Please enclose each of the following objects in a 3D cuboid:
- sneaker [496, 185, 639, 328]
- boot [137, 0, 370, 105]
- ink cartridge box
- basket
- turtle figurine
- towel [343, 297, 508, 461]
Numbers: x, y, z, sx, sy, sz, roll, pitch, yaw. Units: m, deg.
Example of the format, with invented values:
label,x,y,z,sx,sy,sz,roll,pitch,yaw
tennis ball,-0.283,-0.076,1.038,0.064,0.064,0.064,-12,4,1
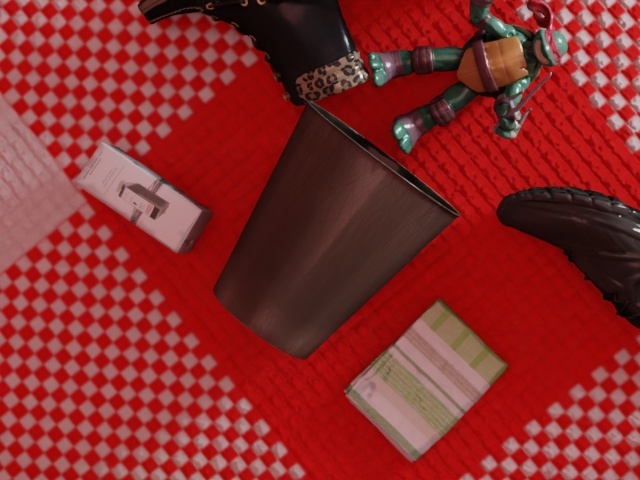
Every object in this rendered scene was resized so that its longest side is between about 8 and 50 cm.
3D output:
label,x,y,z,sx,sy,sz,roll,pitch,yaw
sneaker,0.322,0.021,1.892,0.286,0.109,0.130,17,98,8
boot,-0.072,-0.224,1.936,0.236,0.085,0.178,-15,107,26
ink cartridge box,-0.190,-0.046,1.943,0.135,0.099,0.056,34,92,4
basket,0.000,0.000,1.902,0.204,0.154,0.227,38,97,0
turtle figurine,0.178,-0.185,1.898,0.234,0.118,0.175,-19,80,19
towel,0.116,0.154,1.953,0.152,0.023,0.113,-45,88,2
